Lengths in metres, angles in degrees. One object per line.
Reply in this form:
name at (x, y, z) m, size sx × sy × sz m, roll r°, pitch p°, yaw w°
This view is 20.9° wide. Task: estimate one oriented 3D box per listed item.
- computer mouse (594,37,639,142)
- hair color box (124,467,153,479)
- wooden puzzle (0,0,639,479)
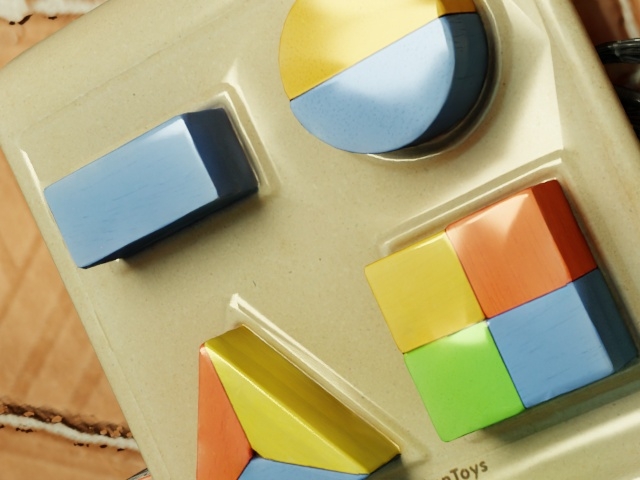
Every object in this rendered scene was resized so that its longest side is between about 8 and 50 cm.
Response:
computer mouse at (0.224, -0.037, 0.804) m, size 0.242 × 0.041 × 0.071 m, roll 29°, pitch 116°, yaw 25°
hair color box at (-0.042, 0.198, 0.984) m, size 0.093 × 0.053 × 0.167 m, roll -24°, pitch 90°, yaw 29°
wooden puzzle at (0.000, 0.000, 0.860) m, size 0.322 × 0.080 × 0.347 m, roll -26°, pitch 82°, yaw 26°
